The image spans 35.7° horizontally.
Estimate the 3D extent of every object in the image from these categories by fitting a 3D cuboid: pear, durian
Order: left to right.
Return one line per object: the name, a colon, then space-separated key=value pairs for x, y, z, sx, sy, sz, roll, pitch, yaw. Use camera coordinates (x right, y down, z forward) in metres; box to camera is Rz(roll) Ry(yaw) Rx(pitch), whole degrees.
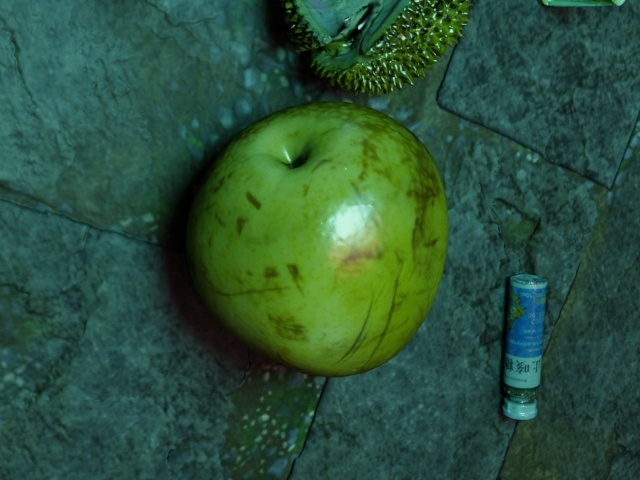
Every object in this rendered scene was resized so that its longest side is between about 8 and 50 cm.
pear: x=0.000 y=0.000 z=1.015 sx=0.280 sy=0.280 sz=0.281 roll=-7 pitch=106 yaw=-27
durian: x=0.071 y=-0.252 z=1.049 sx=0.237 sy=0.193 sz=0.138 roll=-28 pitch=157 yaw=-8

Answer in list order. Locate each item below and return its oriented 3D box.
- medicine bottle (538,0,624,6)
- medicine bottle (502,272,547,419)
medicine bottle: x=0.286 y=-0.403 z=1.132 sx=0.137 sy=0.141 sz=0.250 roll=-47 pitch=119 yaw=-14
medicine bottle: x=0.269 y=0.140 z=1.314 sx=0.051 sy=0.051 sz=0.191 roll=-7 pitch=105 yaw=-27
